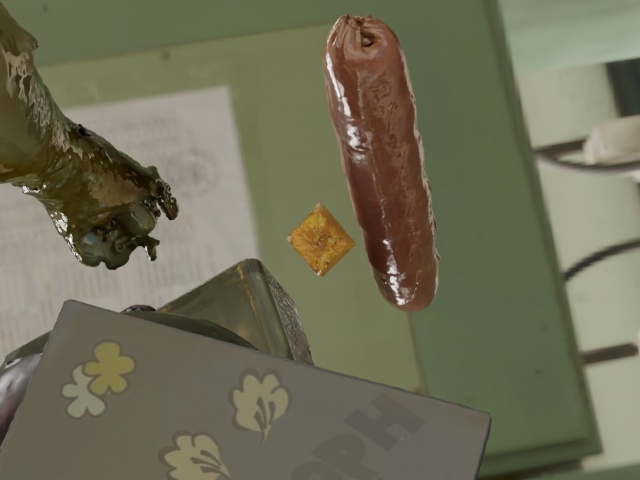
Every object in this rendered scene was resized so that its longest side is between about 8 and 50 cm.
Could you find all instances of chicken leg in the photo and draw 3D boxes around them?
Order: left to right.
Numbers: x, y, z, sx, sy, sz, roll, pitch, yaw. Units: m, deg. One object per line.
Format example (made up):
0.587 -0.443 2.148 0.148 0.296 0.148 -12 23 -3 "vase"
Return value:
-0.233 -0.081 0.861 0.429 0.153 0.201 41 -136 -59 "chicken leg"

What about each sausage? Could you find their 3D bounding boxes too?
0.067 -0.050 1.199 0.433 0.088 0.088 72 -177 -51 "sausage"

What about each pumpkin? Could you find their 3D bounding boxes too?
0.000 0.000 1.773 0.083 0.074 0.054 50 -164 7 "pumpkin"

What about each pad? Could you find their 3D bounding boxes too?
-0.057 0.146 0.398 0.006 0.170 0.245 76 -149 -63 "pad"

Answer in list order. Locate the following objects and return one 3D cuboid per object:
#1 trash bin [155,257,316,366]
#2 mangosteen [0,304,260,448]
-0.081 0.164 1.297 0.122 0.164 0.240 52 -170 -46 "trash bin"
-0.147 0.201 0.993 0.311 0.311 0.311 171 90 -83 "mangosteen"
